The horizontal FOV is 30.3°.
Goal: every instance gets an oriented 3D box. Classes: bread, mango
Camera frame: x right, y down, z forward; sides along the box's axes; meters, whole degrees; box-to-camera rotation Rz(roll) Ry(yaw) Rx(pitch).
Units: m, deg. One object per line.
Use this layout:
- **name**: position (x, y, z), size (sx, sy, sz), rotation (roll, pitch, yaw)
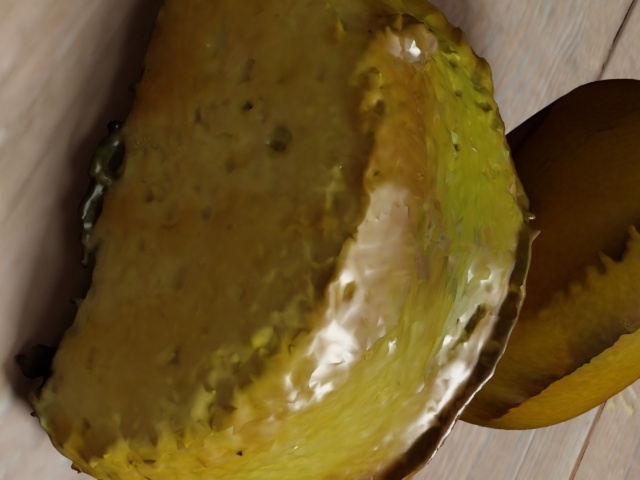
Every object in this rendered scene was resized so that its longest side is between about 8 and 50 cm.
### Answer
- **bread**: position (0.003, -0.004, 0.493), size (0.160, 0.147, 0.261), rotation (30, 77, -55)
- **mango**: position (0.125, 0.016, 0.593), size (0.136, 0.236, 0.166), rotation (46, 51, -1)
